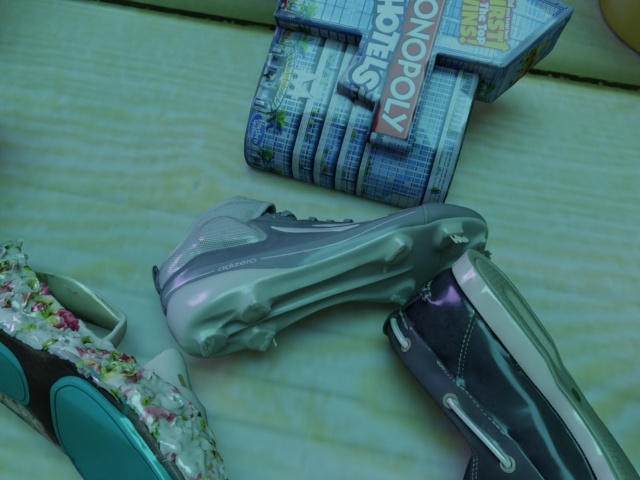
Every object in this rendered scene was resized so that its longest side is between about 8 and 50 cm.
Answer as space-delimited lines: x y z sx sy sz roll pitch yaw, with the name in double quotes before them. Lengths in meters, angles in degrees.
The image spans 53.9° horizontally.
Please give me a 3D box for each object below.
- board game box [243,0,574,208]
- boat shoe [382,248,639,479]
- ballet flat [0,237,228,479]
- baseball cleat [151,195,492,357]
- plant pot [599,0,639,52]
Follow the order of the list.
"board game box" 0.063 -0.125 0.443 0.194 0.060 0.194 15 79 8
"boat shoe" 0.117 0.119 0.329 0.079 0.084 0.233 -38 68 18
"ballet flat" -0.120 0.070 0.335 0.241 0.091 0.077 36 40 14
"baseball cleat" 0.000 0.000 0.390 0.206 0.072 0.109 -15 46 -21
"plant pot" 0.345 -0.269 0.481 0.254 0.239 0.254 1 57 -2
